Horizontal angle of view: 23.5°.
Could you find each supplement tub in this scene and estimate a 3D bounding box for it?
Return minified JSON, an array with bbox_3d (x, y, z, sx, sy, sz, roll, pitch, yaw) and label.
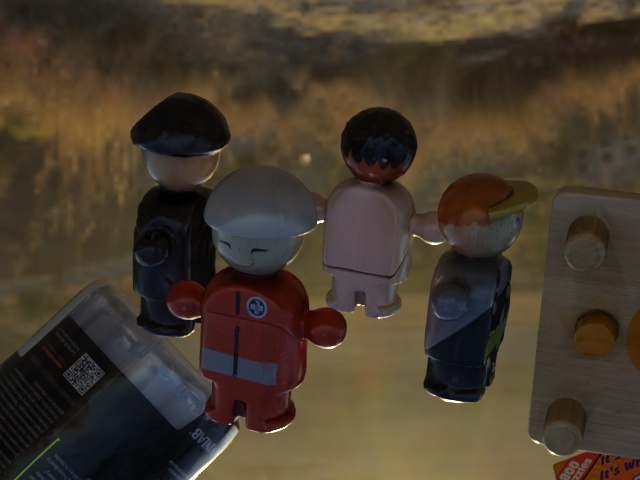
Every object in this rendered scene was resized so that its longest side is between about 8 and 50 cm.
[{"bbox_3d":[-0.258,0.217,1.451,0.338,0.207,0.207,-43,167,-7],"label":"supplement tub"}]

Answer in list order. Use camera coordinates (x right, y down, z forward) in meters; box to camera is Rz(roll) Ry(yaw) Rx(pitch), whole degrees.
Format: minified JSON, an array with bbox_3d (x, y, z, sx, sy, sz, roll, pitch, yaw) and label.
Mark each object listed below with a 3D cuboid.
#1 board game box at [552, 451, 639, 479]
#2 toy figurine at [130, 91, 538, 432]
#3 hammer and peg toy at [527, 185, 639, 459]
[{"bbox_3d":[0.550,0.454,1.945,0.357,0.356,0.356,-23,128,11],"label":"board game box"},{"bbox_3d":[0.000,0.000,0.900,0.210,0.148,0.213,-4,-159,-21],"label":"toy figurine"},{"bbox_3d":[0.376,0.085,1.373,0.361,0.266,0.127,7,-159,12],"label":"hammer and peg toy"}]
